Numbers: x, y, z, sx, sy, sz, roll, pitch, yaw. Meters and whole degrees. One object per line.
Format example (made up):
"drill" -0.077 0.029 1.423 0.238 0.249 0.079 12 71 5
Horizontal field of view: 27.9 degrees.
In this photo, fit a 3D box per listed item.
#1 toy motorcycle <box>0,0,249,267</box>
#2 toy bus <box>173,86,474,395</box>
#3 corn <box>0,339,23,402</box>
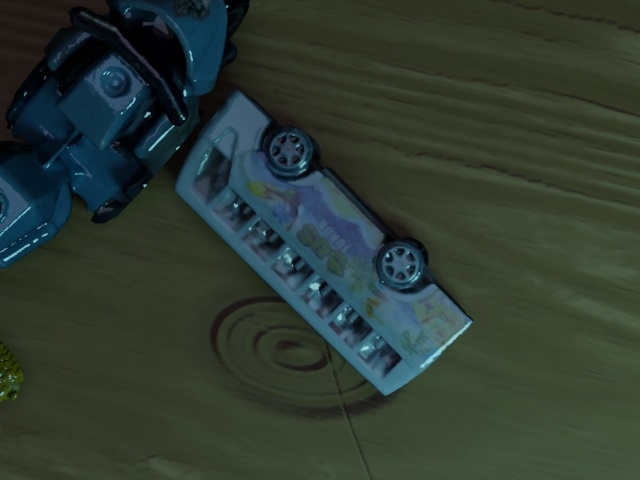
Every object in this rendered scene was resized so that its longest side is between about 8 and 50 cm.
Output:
"toy motorcycle" -0.222 -0.117 1.217 0.416 0.232 0.172 -43 93 -6
"toy bus" 0.000 0.000 1.284 0.330 0.109 0.136 45 95 3
"corn" -0.375 0.083 1.270 0.068 0.068 0.207 -41 89 -6
